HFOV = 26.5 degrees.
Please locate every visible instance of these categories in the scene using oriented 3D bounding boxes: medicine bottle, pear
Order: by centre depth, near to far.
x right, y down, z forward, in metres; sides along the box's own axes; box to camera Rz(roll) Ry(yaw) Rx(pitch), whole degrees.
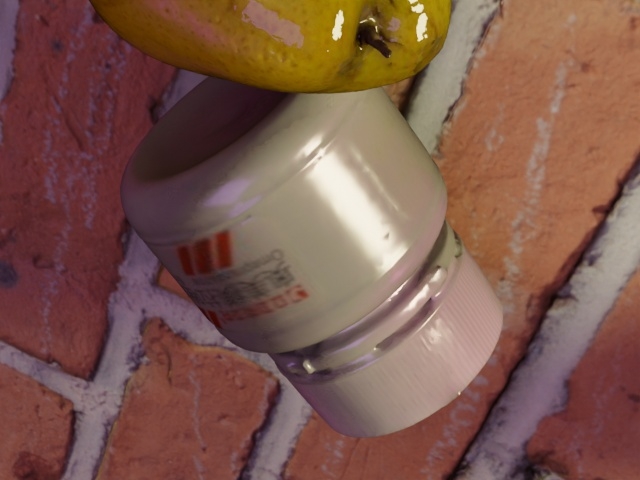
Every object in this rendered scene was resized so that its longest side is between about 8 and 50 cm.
[{"bbox_3d":[-0.044,-0.256,1.067,0.336,0.285,0.285,19,130,24],"label":"pear"},{"bbox_3d":[0.000,0.000,1.254,0.256,0.256,0.325,-18,121,34],"label":"medicine bottle"}]
